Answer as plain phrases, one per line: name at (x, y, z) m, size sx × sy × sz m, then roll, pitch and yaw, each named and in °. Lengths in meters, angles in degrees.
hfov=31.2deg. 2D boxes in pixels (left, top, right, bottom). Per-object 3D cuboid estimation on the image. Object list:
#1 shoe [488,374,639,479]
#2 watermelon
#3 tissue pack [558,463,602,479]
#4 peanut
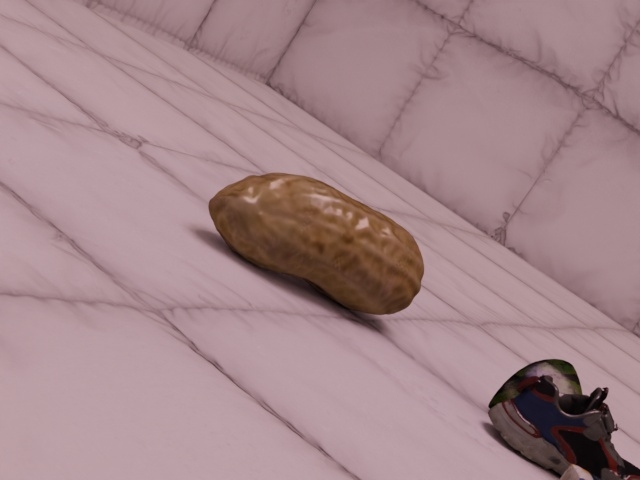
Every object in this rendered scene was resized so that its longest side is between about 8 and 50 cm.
shoe at (0.325, 0.234, 1.403) m, size 0.227 × 0.125 × 0.099 m, roll 30°, pitch 7°, yaw -2°
watermelon at (0.300, 0.220, 1.518) m, size 0.125 × 0.135 × 0.094 m, roll 32°, pitch -27°, yaw 17°
tissue pack at (0.314, 0.296, 1.300) m, size 0.083 × 0.042 × 0.062 m, roll 32°, pitch 8°, yaw -4°
peanut at (0.000, 0.000, 1.526) m, size 0.325 × 0.140 × 0.153 m, roll 23°, pitch -6°, yaw -22°
